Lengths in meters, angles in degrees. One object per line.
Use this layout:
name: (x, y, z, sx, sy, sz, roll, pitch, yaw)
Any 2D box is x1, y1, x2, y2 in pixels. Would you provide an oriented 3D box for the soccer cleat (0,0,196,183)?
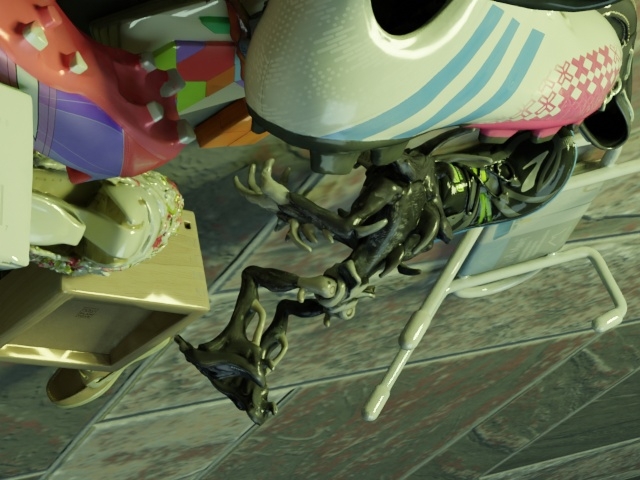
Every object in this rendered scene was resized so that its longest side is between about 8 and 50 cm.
soccer cleat: (-0.162, -0.094, 0.844, 0.095, 0.083, 0.248, -25, 152, 19)

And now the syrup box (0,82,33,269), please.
syrup box: (-0.268, -0.026, 0.802, 0.237, 0.096, 0.093, -7, 167, 29)

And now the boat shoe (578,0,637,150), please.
boat shoe: (0.215, -0.128, 1.194, 0.075, 0.065, 0.206, -23, 160, 3)

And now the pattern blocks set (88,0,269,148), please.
pattern blocks set: (-0.047, -0.126, 0.989, 0.325, 0.026, 0.285, -22, 160, 3)

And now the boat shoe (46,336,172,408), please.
boat shoe: (-0.195, 0.100, 1.389, 0.135, 0.050, 0.045, -37, 153, 12)

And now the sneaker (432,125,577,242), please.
sneaker: (0.128, -0.044, 1.318, 0.188, 0.067, 0.078, -22, 166, 10)

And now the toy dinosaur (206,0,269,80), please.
toy dinosaur: (-0.040, -0.123, 0.939, 0.090, 0.047, 0.082, 26, 149, -19)

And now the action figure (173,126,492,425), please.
action figure: (0.000, 0.000, 1.211, 0.275, 0.141, 0.164, -47, 152, -7)

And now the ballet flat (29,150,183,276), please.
ballet flat: (-0.163, -0.013, 0.998, 0.241, 0.077, 0.091, 9, 107, -50)

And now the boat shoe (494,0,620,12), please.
boat shoe: (0.019, -0.209, 0.664, 0.187, 0.156, 0.500, -32, 157, 29)

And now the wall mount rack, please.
wall mount rack: (0.175, 0.040, 1.487, 0.304, 0.130, 0.350, -16, 158, -15)

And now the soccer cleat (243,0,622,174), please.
soccer cleat: (0.093, -0.133, 0.932, 0.331, 0.116, 0.143, -18, 133, -47)

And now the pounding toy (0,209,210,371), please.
pounding toy: (-0.220, 0.033, 1.136, 0.206, 0.094, 0.181, 10, 149, -40)
